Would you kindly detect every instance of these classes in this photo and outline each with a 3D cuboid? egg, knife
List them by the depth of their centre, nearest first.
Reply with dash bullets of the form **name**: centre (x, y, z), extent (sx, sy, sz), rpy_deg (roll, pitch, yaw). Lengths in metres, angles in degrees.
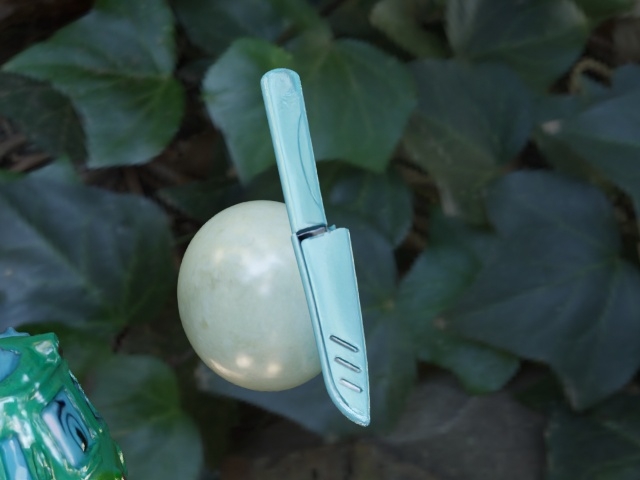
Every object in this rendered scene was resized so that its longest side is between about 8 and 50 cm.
- **knife**: centre (0.000, 0.000, 0.381), extent (0.014, 0.005, 0.091), rpy_deg (-6, 68, -14)
- **egg**: centre (-0.036, 0.039, 1.074), extent (0.152, 0.114, 0.114), rpy_deg (82, 32, -52)

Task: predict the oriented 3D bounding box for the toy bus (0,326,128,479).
- **toy bus**: centre (-0.278, 0.179, 0.989), extent (0.344, 0.183, 0.199), rpy_deg (-16, 99, -1)
